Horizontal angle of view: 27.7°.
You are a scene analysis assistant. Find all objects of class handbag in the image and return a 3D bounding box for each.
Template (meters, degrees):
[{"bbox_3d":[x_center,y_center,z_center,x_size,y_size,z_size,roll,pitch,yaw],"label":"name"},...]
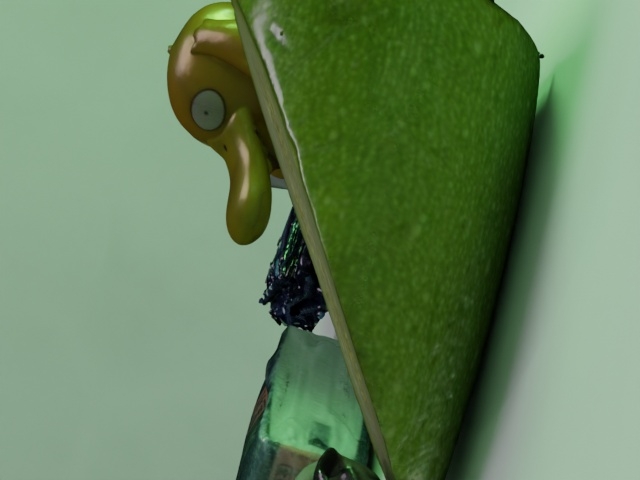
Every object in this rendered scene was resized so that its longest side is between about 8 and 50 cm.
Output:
[{"bbox_3d":[0.000,0.000,1.793,0.162,0.113,0.260,125,168,-65],"label":"handbag"}]

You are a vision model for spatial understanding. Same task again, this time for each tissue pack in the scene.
[{"bbox_3d":[-0.038,0.256,1.070,0.228,0.103,0.315,-76,2,-71],"label":"tissue pack"}]

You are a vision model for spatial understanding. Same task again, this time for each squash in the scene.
[{"bbox_3d":[0.003,-0.003,0.666,0.189,0.189,0.260,121,167,-82],"label":"squash"}]

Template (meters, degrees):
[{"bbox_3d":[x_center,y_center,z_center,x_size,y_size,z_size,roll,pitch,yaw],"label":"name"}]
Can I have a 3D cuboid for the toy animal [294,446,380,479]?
[{"bbox_3d":[0.007,0.176,0.703,0.176,0.073,0.217,-71,-12,-45],"label":"toy animal"}]

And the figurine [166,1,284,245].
[{"bbox_3d":[-0.006,-0.103,1.061,0.215,0.228,0.215,172,90,-81],"label":"figurine"}]

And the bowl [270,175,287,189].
[{"bbox_3d":[0.014,-0.196,1.602,0.287,0.144,0.287,-40,-45,-54],"label":"bowl"}]
